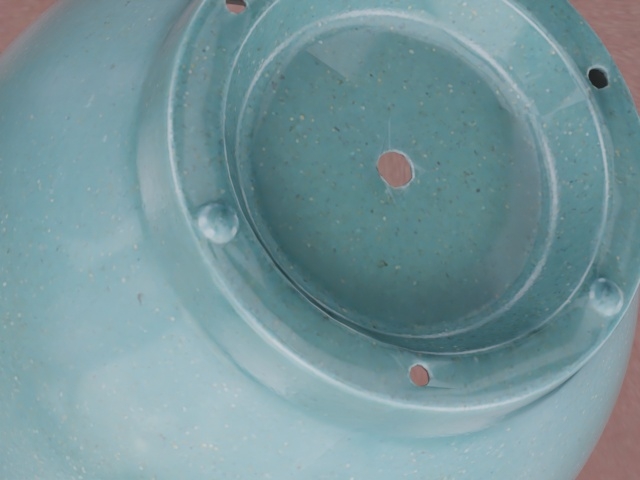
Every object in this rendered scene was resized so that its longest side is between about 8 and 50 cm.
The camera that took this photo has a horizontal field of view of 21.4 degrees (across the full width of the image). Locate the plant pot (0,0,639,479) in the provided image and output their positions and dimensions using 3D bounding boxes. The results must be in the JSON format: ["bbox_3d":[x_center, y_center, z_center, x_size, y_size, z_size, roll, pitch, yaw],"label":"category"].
[{"bbox_3d":[0.000,0.000,0.625,0.293,0.196,0.293,7,70,-19],"label":"plant pot"}]
